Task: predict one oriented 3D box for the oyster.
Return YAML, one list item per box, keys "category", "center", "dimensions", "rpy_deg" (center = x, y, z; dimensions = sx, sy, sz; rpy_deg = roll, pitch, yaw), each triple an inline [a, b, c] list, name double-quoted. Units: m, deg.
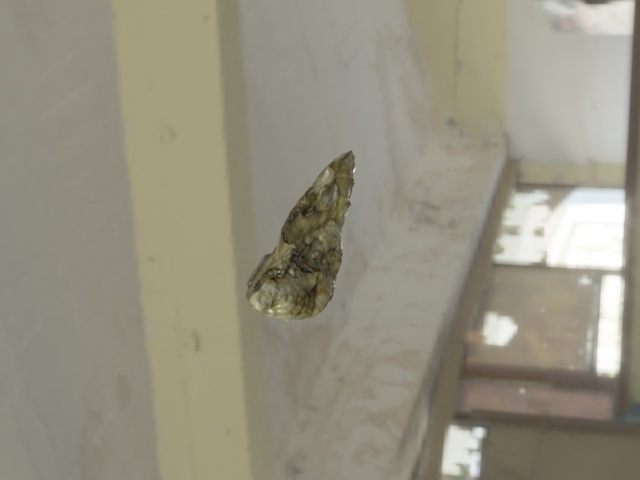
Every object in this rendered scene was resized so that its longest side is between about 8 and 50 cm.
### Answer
- category: "oyster"
  center: [0.000, 0.000, 0.557]
  dimensions: [0.083, 0.038, 0.081]
  rpy_deg: [-56, -1, 2]
